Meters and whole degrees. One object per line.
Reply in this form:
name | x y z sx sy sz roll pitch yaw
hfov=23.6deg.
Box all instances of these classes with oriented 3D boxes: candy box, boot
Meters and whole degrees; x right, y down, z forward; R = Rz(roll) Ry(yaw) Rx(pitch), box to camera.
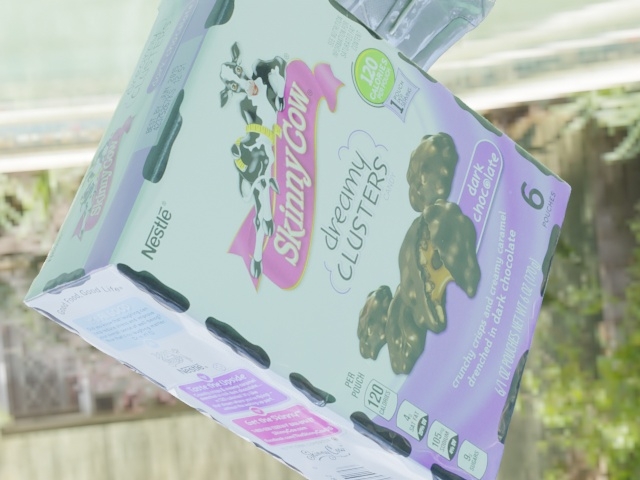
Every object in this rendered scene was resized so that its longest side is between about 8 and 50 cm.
candy box | 0.000 0.000 0.639 0.196 0.165 0.070 35 148 -26
boot | 0.120 -0.262 1.338 0.123 0.258 0.095 40 178 -14
